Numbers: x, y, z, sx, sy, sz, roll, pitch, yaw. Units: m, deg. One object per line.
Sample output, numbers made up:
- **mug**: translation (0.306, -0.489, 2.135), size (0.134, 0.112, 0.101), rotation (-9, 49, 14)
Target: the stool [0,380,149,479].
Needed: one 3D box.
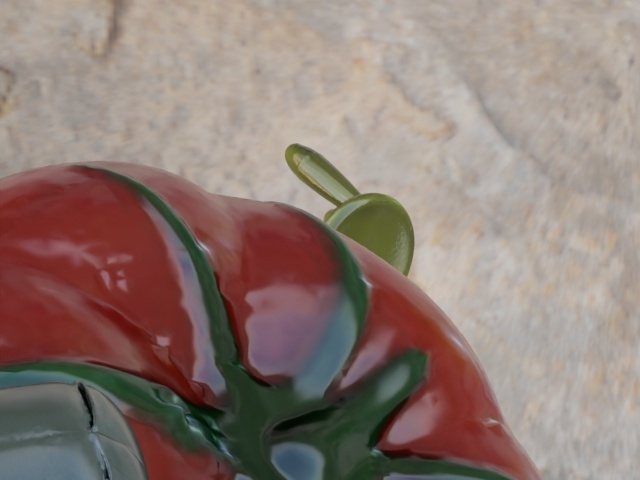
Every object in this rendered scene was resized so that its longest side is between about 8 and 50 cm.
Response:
- **stool**: translation (-0.099, 0.088, 0.501), size (0.110, 0.096, 0.096), rotation (-4, 97, -13)

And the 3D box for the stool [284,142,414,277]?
- **stool**: translation (0.000, 0.000, 1.474), size (0.110, 0.135, 0.134), rotation (26, 111, 45)

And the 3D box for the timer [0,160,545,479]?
- **timer**: translation (-0.072, 0.157, 0.813), size (0.378, 0.378, 0.279), rotation (42, 120, 3)
